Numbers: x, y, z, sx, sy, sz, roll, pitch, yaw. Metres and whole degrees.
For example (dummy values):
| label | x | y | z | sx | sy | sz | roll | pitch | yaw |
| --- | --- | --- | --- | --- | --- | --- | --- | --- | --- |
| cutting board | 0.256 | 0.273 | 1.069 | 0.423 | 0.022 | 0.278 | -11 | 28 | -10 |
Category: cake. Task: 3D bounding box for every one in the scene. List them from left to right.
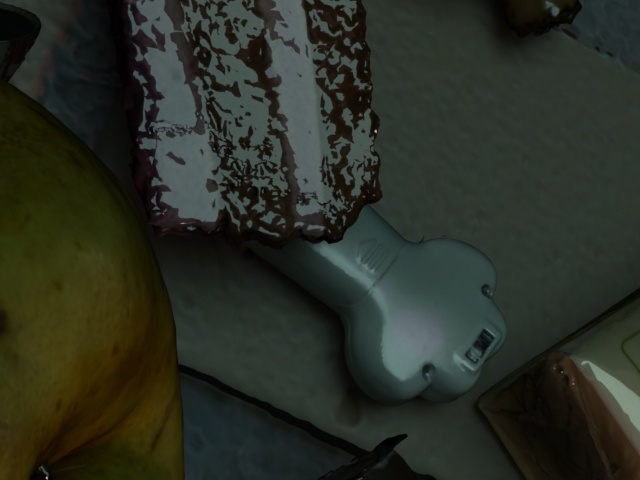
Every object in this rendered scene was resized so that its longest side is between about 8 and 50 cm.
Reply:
| label | x | y | z | sx | sy | sz | roll | pitch | yaw |
| --- | --- | --- | --- | --- | --- | --- | --- | --- | --- |
| cake | -0.047 | -0.131 | 0.903 | 0.116 | 0.113 | 0.295 | -4 | 69 | -13 |

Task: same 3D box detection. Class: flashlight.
| label | x | y | z | sx | sy | sz | roll | pitch | yaw |
| --- | --- | --- | --- | --- | --- | --- | --- | --- | --- |
| flashlight | 0.000 | 0.000 | 0.918 | 0.200 | 0.047 | 0.093 | 39 | 62 | -2 |

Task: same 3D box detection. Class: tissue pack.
| label | x | y | z | sx | sy | sz | roll | pitch | yaw |
| --- | --- | --- | --- | --- | --- | --- | --- | --- | --- |
| tissue pack | 0.220 | 0.076 | 0.935 | 0.234 | 0.125 | 0.159 | -31 | 85 | -26 |

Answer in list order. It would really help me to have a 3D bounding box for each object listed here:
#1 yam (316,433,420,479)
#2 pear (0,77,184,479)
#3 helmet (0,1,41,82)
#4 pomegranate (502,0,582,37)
| label | x | y | z | sx | sy | sz | roll | pitch | yaw |
| --- | --- | --- | --- | --- | --- | --- | --- | --- | --- |
| yam | 0.055 | 0.221 | 0.804 | 0.131 | 0.131 | 0.280 | -28 | 77 | -27 |
| pear | -0.200 | 0.078 | 0.676 | 0.304 | 0.304 | 0.304 | 7 | 70 | -20 |
| helmet | -0.220 | -0.080 | 0.811 | 0.177 | 0.153 | 0.107 | 21 | 98 | -23 |
| pomegranate | 0.100 | -0.197 | 0.980 | 0.143 | 0.122 | 0.169 | -18 | 77 | -40 |
